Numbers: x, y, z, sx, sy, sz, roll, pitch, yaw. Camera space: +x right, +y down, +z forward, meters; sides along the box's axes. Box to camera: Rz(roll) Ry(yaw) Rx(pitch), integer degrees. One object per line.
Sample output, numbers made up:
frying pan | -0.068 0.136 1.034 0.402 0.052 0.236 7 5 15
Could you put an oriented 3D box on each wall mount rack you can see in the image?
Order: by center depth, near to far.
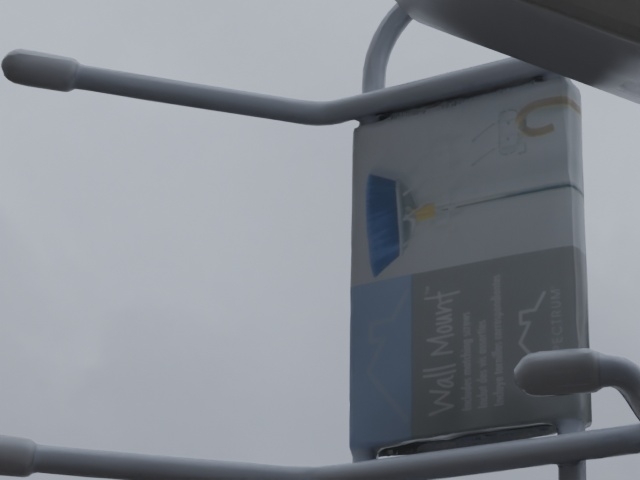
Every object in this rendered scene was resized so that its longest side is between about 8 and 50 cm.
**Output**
wall mount rack | 0.000 0.000 0.691 0.304 0.350 0.130 -11 -30 24

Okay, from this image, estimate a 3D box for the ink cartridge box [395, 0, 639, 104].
ink cartridge box | 0.176 -0.124 0.457 0.270 0.197 0.198 21 -85 7
